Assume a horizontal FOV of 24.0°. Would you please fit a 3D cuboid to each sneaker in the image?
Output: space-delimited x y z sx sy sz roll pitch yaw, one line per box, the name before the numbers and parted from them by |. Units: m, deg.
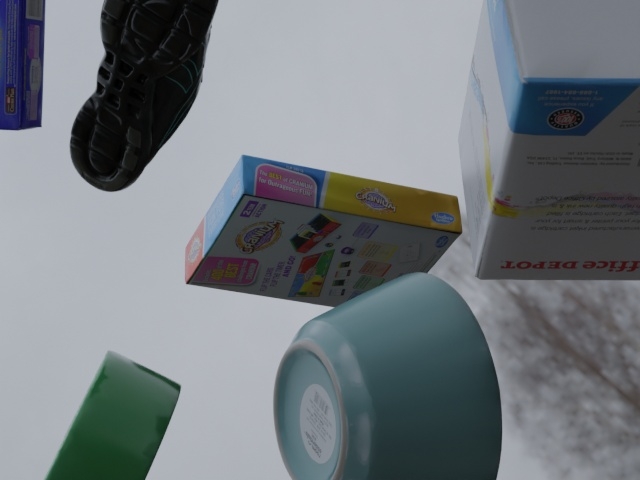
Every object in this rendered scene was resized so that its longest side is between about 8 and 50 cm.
sneaker | -0.154 -0.173 1.394 0.267 0.101 0.106 -60 -10 30

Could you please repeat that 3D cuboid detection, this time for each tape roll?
tape roll | -0.226 0.256 1.328 0.321 0.077 0.321 -63 5 10

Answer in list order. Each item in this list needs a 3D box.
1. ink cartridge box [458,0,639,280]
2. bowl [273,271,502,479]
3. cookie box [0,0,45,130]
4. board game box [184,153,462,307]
ink cartridge box | 0.248 -0.117 1.402 0.198 0.197 0.270 0 -40 -5
bowl | 0.055 0.194 1.719 0.163 0.311 0.311 -2 -45 -27
cookie box | -0.222 -0.114 0.902 0.040 0.107 0.092 -25 -61 -78
board game box | 0.000 0.000 2.067 0.316 0.064 0.242 10 -35 -21
